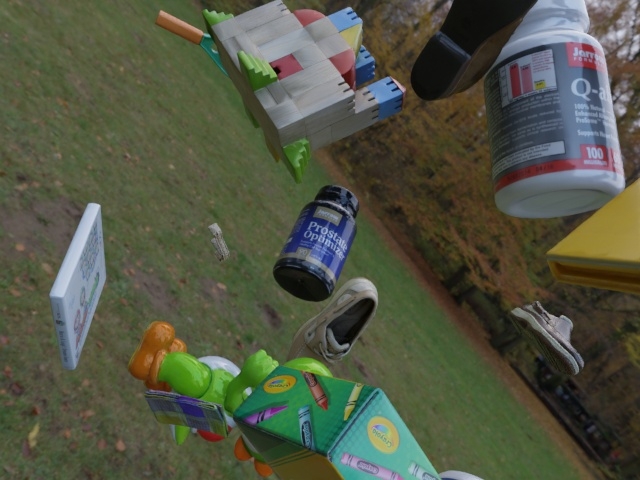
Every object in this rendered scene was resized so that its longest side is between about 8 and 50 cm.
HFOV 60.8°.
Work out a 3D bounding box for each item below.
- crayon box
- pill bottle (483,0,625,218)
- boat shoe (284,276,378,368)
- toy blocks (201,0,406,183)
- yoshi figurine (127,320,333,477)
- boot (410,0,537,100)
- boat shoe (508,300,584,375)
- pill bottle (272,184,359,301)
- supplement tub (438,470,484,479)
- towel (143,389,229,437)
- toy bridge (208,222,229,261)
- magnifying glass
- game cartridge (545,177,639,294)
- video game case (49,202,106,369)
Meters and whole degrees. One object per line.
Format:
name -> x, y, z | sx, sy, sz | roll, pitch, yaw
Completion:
crayon box -> 0.049, 0.263, 0.562 | 0.165, 0.081, 0.279 | -6, -58, 52
pill bottle -> 0.404, -0.238, 0.977 | 0.210, 0.210, 0.364 | 29, 57, -66
boat shoe -> 0.021, 0.244, 1.368 | 0.121, 0.341, 0.110 | 32, 14, -13
toy blocks -> -0.018, -0.318, 0.997 | 0.382, 0.260, 0.191 | 58, -12, 27
yoshi figurine -> -0.125, 0.242, 0.937 | 0.361, 0.203, 0.203 | 24, 25, 11
boot -> 0.274, -0.356, 0.878 | 0.115, 0.305, 0.112 | -13, 62, -45
boat shoe -> 0.518, 0.202, 1.219 | 0.095, 0.095, 0.257 | 59, 2, -21
pill bottle -> 0.000, 0.000, 1.073 | 0.123, 0.122, 0.219 | 45, 51, -29
supplement tub -> 0.230, 0.625, 1.006 | 0.235, 0.235, 0.324 | 50, 49, 5
towel -> -0.136, 0.178, 0.558 | 0.009, 0.083, 0.060 | -70, 163, -45
toy bridge -> -0.273, 0.019, 1.493 | 0.063, 0.026, 0.188 | 53, -18, 17
magnifying glass -> -0.220, -0.399, 1.111 | 0.230, 0.092, 0.026 | 21, 29, -26
game cartridge -> 0.486, -0.037, 0.648 | 0.053, 0.323, 0.285 | 64, -21, -15
video game case -> -0.300, 0.057, 0.686 | 0.019, 0.143, 0.157 | 8, 43, -10
